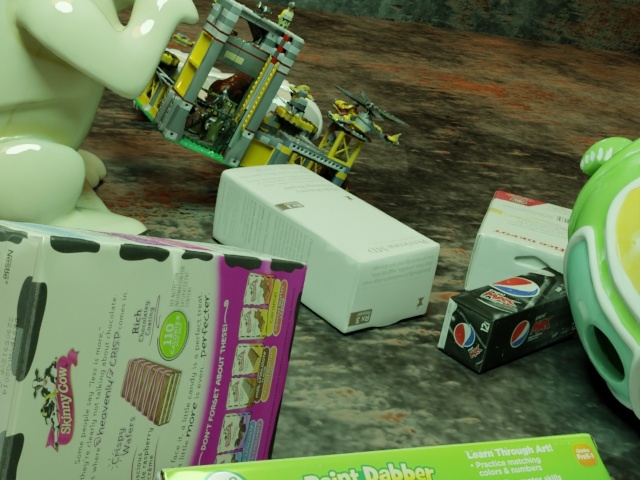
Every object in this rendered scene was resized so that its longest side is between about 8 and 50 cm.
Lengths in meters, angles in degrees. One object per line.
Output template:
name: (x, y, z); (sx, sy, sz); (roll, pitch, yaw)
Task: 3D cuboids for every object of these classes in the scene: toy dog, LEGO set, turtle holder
toy dog: (-0.325, -0.221, 0.917); (0.395, 0.408, 0.284); (4, 23, -20)
LEGO set: (-0.069, -0.195, 1.135); (0.331, 0.192, 0.255); (24, 13, -25)
turtle holder: (0.339, 0.022, 0.800); (0.243, 0.320, 0.227); (20, 48, 1)

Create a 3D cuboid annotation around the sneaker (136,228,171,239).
sneaker: (-0.188, 0.018, 0.868); (0.152, 0.058, 0.084); (20, 29, 8)

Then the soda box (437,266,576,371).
soda box: (0.191, 0.073, 0.921); (0.169, 0.060, 0.053); (-12, 31, -44)

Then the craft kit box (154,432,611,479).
craft kit box: (0.063, 0.211, 0.418); (0.250, 0.061, 0.246); (2, 51, -24)

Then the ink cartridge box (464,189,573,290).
ink cartridge box: (0.243, 0.013, 1.075); (0.127, 0.072, 0.175); (17, 23, 12)

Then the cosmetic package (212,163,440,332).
cosmetic package: (0.000, 0.000, 0.975); (0.117, 0.085, 0.231); (-10, 29, -41)

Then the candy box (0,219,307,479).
candy box: (-0.110, 0.077, 0.551); (0.071, 0.159, 0.233); (11, 1, 31)

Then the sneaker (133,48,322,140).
sneaker: (-0.138, -0.183, 1.372); (0.281, 0.105, 0.115); (15, 52, 4)
